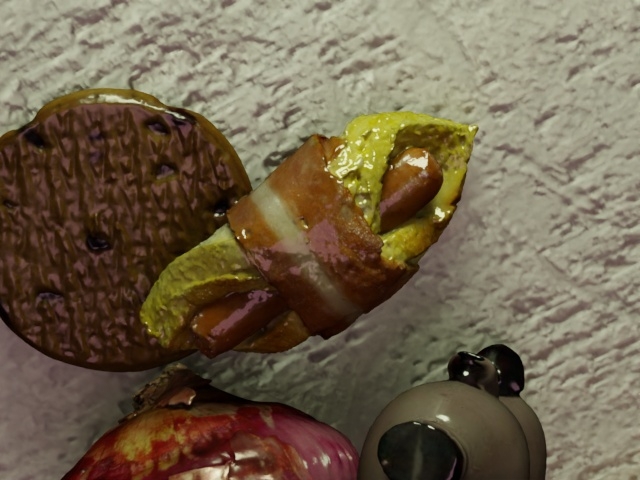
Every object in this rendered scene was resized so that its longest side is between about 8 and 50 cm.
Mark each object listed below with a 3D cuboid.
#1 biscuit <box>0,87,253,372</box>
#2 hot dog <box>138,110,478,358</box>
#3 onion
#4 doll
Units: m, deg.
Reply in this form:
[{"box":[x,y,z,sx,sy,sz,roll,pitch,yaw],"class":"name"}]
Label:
[{"box":[-0.141,-0.004,1.108,0.212,0.036,0.212,-2,114,-4],"class":"biscuit"},{"box":[0.004,0.003,1.065,0.261,0.093,0.123,-41,120,1],"class":"hot dog"},{"box":[-0.084,0.165,1.112,0.230,0.230,0.163,-7,78,0],"class":"onion"},{"box":[0.090,0.163,1.086,0.117,0.257,0.182,12,95,12],"class":"doll"}]
